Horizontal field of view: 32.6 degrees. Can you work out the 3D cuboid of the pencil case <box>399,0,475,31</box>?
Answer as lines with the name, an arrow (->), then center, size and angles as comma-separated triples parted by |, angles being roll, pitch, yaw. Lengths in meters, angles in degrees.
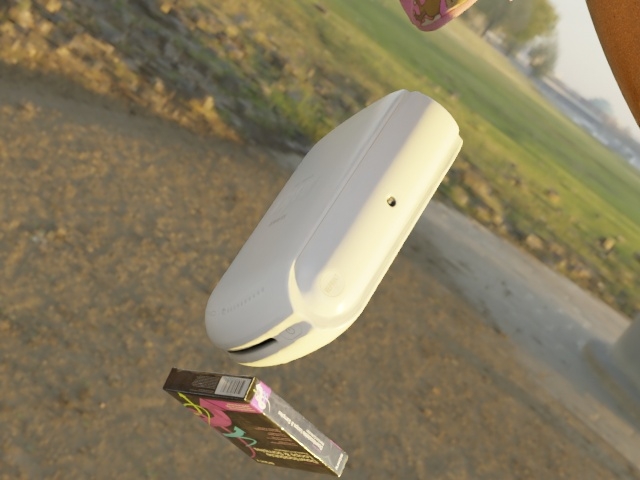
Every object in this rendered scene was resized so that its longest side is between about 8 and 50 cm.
pencil case -> 0.030, -0.347, 0.846 | 0.386, 0.160, 0.167 | 51, 36, -12

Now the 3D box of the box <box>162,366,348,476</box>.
box -> -0.062, 0.178, 1.069 | 0.116, 0.029, 0.162 | -1, -34, 42

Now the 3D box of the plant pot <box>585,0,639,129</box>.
plant pot -> 0.340, -0.217, 0.985 | 0.237, 0.237, 0.254 | 25, 59, -40

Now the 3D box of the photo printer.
photo printer -> 0.000, 0.000, 1.194 | 0.107, 0.307, 0.256 | 39, -25, -13
